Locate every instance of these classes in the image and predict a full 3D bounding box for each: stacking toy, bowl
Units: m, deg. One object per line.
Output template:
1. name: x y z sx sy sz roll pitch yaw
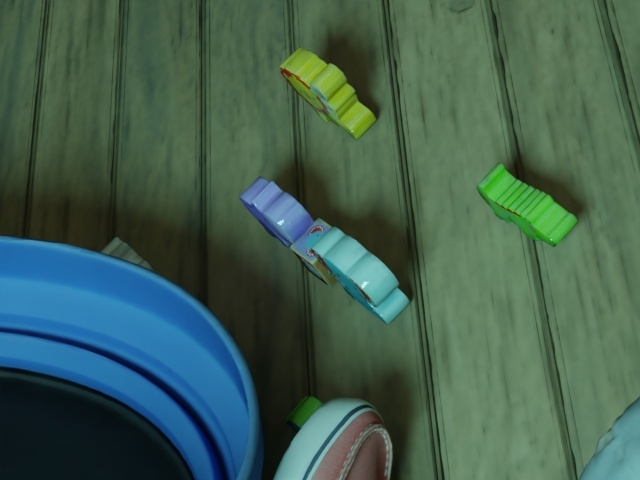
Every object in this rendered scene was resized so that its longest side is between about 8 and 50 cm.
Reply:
1. stacking toy: 0.000 0.000 0.894 0.167 0.052 0.221 -46 43 -9
2. bowl: -0.217 0.120 0.774 0.391 0.077 0.391 -3 28 2

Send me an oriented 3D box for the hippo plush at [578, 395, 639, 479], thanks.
1. hippo plush: 0.191 0.087 0.545 0.294 0.234 0.236 -35 42 4

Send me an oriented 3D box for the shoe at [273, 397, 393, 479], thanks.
1. shoe: 0.014 0.153 0.742 0.081 0.063 0.178 4 61 35
